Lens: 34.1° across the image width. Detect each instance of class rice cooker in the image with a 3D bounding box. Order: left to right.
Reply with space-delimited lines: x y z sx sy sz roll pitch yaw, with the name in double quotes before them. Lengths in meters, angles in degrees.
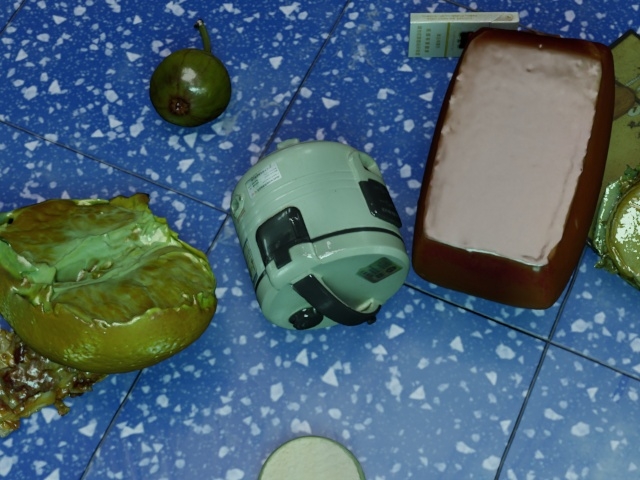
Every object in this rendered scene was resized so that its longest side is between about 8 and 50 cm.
"rice cooker" 0.000 0.000 1.409 0.226 0.226 0.244 -14 62 -5

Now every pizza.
"pizza" -0.378 0.180 1.418 0.193 0.069 0.154 -7 63 0

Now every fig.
"fig" -0.196 -0.269 1.633 0.124 0.124 0.236 0 39 2

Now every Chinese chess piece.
"Chinese chess piece" -0.011 0.324 1.343 0.144 0.058 0.144 -1 65 3

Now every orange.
"orange" -0.306 0.058 1.383 0.334 0.262 0.196 36 111 18

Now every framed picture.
"framed picture" 0.453 -0.156 1.587 0.338 0.014 0.255 -37 68 -15

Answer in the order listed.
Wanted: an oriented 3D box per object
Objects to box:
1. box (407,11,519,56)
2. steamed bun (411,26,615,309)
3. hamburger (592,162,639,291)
"box" 0.222 -0.322 1.636 0.166 0.090 0.024 0 63 3
"steamed bun" 0.266 -0.092 1.430 0.235 0.248 0.379 13 75 12
"hamburger" 0.492 -0.012 1.438 0.215 0.122 0.189 15 99 4
